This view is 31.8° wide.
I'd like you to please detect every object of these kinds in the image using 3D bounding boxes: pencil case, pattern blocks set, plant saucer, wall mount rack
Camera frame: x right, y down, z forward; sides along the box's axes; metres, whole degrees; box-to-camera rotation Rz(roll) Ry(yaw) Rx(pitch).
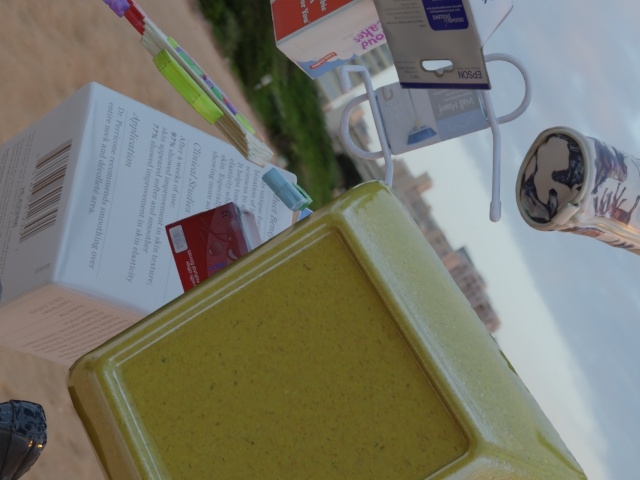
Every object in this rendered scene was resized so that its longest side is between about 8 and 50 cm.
[{"bbox_3d":[0.485,-0.053,1.789,0.410,0.160,0.184,15,35,-37],"label":"pencil case"},{"bbox_3d":[-0.121,-0.156,1.208,0.325,0.026,0.285,48,4,-5],"label":"pattern blocks set"},{"bbox_3d":[-0.023,0.136,0.864,0.333,0.332,0.081,58,2,30],"label":"plant saucer"},{"bbox_3d":[0.169,-0.160,1.790,0.130,0.350,0.304,-16,91,-59],"label":"wall mount rack"}]

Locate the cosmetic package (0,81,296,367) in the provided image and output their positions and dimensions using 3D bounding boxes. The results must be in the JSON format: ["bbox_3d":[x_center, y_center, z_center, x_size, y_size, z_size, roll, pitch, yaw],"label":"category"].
[{"bbox_3d":[-0.295,0.018,1.761,0.393,0.327,0.330,24,59,-34],"label":"cosmetic package"}]

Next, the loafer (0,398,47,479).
[{"bbox_3d":[-0.357,0.247,1.166,0.078,0.223,0.076,16,31,-31],"label":"loafer"}]

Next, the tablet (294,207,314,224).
[{"bbox_3d":[0.000,0.000,1.319,0.083,0.054,0.006,28,-22,-35],"label":"tablet"}]

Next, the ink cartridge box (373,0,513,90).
[{"bbox_3d":[0.101,-0.321,1.171,0.165,0.065,0.333,14,-52,56],"label":"ink cartridge box"}]

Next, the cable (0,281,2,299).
[{"bbox_3d":[-0.482,0.077,1.368,0.287,0.140,0.072,19,-3,41],"label":"cable"}]

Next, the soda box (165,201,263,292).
[{"bbox_3d":[-0.082,0.098,1.205,0.092,0.083,0.263,35,37,-77],"label":"soda box"}]

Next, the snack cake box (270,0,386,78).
[{"bbox_3d":[0.015,-0.353,1.395,0.089,0.152,0.264,35,40,-50],"label":"snack cake box"}]
